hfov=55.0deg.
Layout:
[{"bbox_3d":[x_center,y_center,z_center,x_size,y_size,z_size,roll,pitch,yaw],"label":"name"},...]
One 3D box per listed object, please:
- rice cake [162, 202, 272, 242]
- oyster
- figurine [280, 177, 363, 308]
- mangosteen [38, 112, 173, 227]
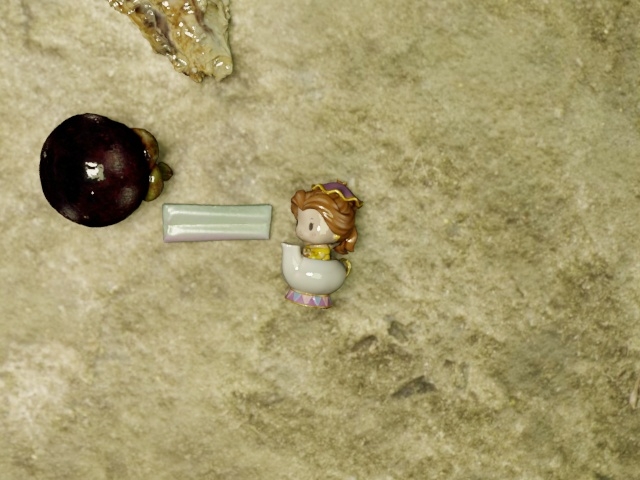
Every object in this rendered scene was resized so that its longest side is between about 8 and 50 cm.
[{"bbox_3d":[-0.209,-0.036,1.255,0.221,0.042,0.080,-1,98,-13],"label":"rice cake"},{"bbox_3d":[-0.276,-0.460,1.141,0.201,0.107,0.354,-43,105,1],"label":"oyster"},{"bbox_3d":[0.000,0.000,1.261,0.189,0.142,0.264,6,97,-45],"label":"figurine"},{"bbox_3d":[-0.382,-0.128,1.133,0.250,0.211,0.211,-3,101,-42],"label":"mangosteen"}]
